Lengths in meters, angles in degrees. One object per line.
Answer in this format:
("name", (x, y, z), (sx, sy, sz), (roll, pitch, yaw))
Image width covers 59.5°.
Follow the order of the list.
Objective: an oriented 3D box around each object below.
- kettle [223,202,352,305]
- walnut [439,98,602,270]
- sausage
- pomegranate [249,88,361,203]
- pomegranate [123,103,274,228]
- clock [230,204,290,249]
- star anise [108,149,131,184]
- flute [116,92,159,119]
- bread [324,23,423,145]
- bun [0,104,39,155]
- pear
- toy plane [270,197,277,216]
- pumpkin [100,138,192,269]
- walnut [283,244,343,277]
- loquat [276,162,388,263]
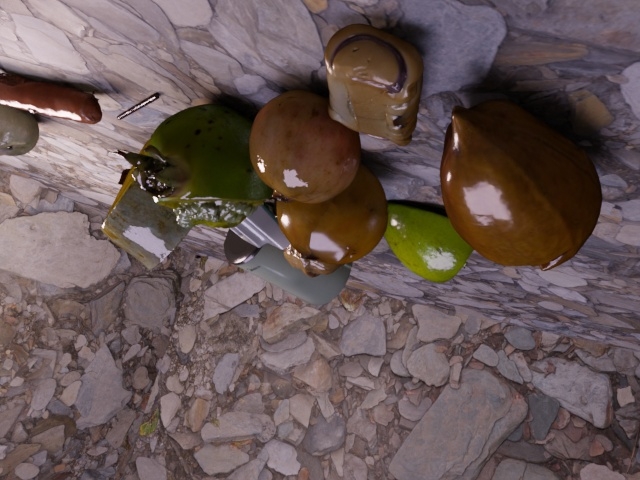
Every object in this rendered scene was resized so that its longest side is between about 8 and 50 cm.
("kettle", (-0.073, 0.026, 1.842), (0.361, 0.249, 0.377), (-22, 142, 40))
("walnut", (0.268, -0.082, 0.799), (0.209, 0.208, 0.336), (5, 157, 48))
("sausage", (-0.630, -0.323, 1.272), (0.327, 0.079, 0.087), (15, 180, 17))
("pomegranate", (-0.025, -0.151, 0.928), (0.191, 0.191, 0.191), (16, 169, 3))
("pomegranate", (-0.229, -0.140, 1.079), (0.261, 0.260, 0.341), (13, -170, 20))
("clock", (-0.207, -0.070, 1.500), (0.231, 0.116, 0.262), (47, 171, -22))
("star anise", (-0.544, -0.238, 1.661), (0.141, 0.144, 0.158), (-28, 178, -4))
("flute", (-0.409, -0.294, 1.244), (0.014, 0.014, 0.270), (24, 167, -33))
("bread", (0.076, -0.206, 0.770), (0.134, 0.081, 0.225), (21, 171, 8))
("bun", (-0.923, -0.314, 1.544), (0.273, 0.168, 0.273), (11, 174, 1))
("pear", (0.238, -0.001, 1.404), (0.239, 0.139, 0.288), (32, 173, 0))
("toy plane", (-0.073, -0.111, 1.442), (0.229, 0.092, 0.244), (19, 170, -21))
("pumpkin", (-0.424, -0.113, 1.444), (0.199, 0.332, 0.332), (37, 162, -19))
("walnut", (0.000, 0.000, 1.568), (0.198, 0.198, 0.245), (13, -151, 21))
("loquat", (0.025, -0.063, 1.174), (0.235, 0.235, 0.235), (16, 169, 3))
